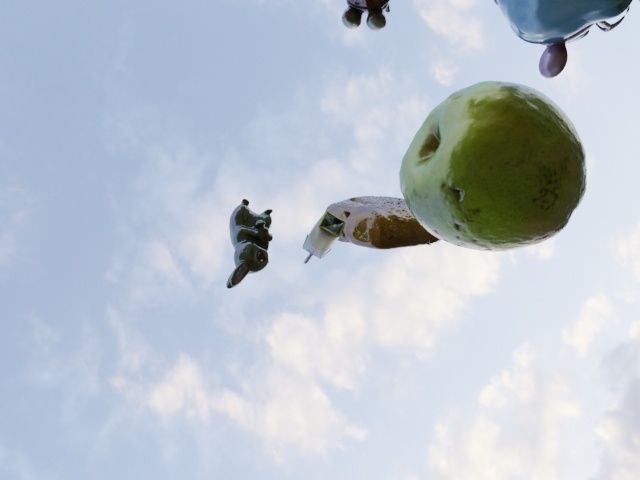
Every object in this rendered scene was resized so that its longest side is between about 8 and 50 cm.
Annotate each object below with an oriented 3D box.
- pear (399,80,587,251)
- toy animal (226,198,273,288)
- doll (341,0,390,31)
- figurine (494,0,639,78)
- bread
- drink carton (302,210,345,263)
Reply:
[{"bbox_3d":[0.381,-0.145,1.050,0.390,0.391,0.392,-3,-84,-29],"label":"pear"},{"bbox_3d":[-0.191,0.024,1.280,0.125,0.127,0.251,1,-122,3],"label":"toy animal"},{"bbox_3d":[0.144,-0.818,1.492,0.174,0.234,0.330,-64,-19,-19],"label":"doll"},{"bbox_3d":[0.230,-0.263,0.342,0.102,0.260,0.205,-7,-114,-42],"label":"figurine"},{"bbox_3d":[0.206,-0.067,1.569,0.336,0.328,0.148,-6,-80,-30],"label":"bread"},{"bbox_3d":[0.000,0.000,1.395,0.084,0.200,0.075,29,-123,-6],"label":"drink carton"}]
